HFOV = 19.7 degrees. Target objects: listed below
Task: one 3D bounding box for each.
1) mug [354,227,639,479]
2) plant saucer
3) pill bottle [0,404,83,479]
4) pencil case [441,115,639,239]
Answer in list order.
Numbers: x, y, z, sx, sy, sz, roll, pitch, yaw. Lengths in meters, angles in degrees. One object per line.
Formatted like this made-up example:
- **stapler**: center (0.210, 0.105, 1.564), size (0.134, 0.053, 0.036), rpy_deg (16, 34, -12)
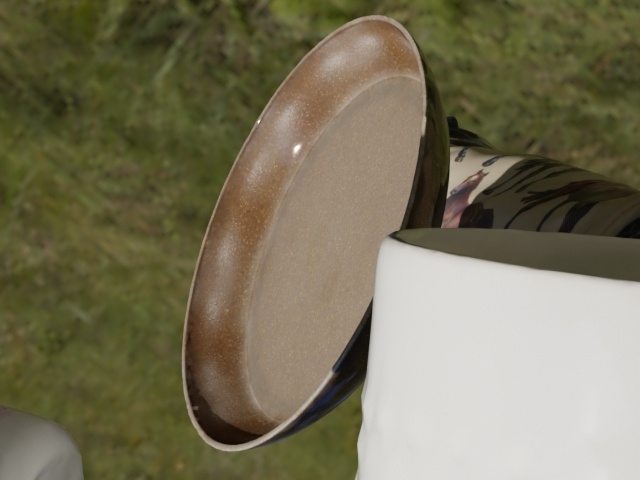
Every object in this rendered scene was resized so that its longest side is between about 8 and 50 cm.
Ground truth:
- **mug**: center (0.191, 0.176, 0.654), size (0.374, 0.328, 0.276), rpy_deg (5, -176, 8)
- **plant saucer**: center (0.000, 0.000, 1.245), size (0.050, 0.310, 0.310), rpy_deg (23, -158, -24)
- **pill bottle**: center (-0.271, 0.124, 0.819), size (0.302, 0.169, 0.169), rpy_deg (15, -166, 8)
- **pencil case**: center (0.182, 0.001, 1.543), size (0.410, 0.183, 0.160), rpy_deg (25, 144, 62)
